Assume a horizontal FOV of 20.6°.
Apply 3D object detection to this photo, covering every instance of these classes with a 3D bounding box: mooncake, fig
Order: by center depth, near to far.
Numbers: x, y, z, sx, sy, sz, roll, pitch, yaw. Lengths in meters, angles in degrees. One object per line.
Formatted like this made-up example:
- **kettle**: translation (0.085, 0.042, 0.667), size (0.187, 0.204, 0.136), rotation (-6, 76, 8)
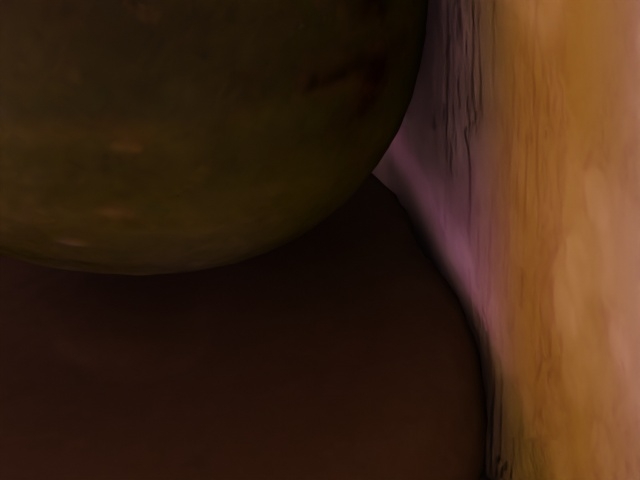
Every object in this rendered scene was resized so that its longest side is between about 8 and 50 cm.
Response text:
- **fig**: translation (-0.108, -0.121, 0.806), size (0.316, 0.316, 0.316), rotation (169, 90, -80)
- **mooncake**: translation (-0.138, 0.138, 0.931), size (0.467, 0.467, 0.262), rotation (-114, 12, -52)
